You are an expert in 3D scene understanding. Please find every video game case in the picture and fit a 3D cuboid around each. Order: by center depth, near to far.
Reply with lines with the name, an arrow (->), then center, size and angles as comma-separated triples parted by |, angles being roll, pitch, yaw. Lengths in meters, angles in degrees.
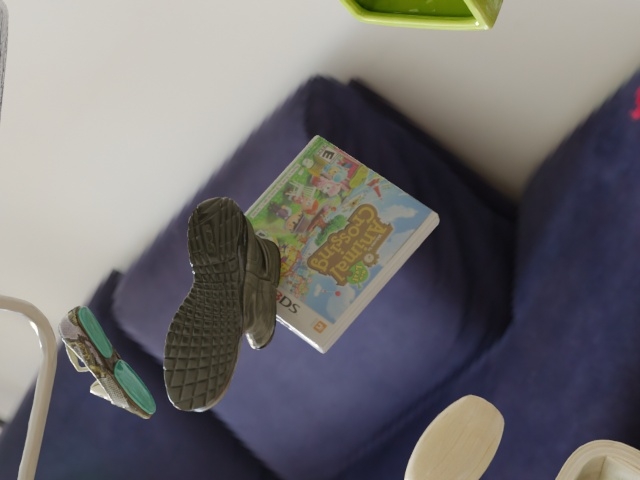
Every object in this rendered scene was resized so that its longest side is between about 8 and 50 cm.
video game case -> 0.000, 0.000, 1.747 | 0.212, 0.193, 0.023 | -48, -26, -14

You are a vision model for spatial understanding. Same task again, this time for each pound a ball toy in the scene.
pound a ball toy -> 0.184, 0.207, 1.066 | 0.136, 0.208, 0.319 | -54, -19, -16

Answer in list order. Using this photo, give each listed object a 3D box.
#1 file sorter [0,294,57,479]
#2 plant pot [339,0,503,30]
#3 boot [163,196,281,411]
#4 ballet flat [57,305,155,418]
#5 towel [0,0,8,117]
file sorter -> -0.283, 0.081, 0.689 | 0.278, 0.193, 0.173 | 9, 87, 41
plant pot -> 0.119, -0.414, 1.863 | 0.227, 0.228, 0.207 | 12, 67, 40
boot -> -0.089, 0.087, 1.625 | 0.083, 0.161, 0.246 | -3, 65, 22
ballet flat -> -0.185, 0.109, 1.266 | 0.041, 0.114, 0.041 | -33, 9, 6
towel -> -0.356, -0.133, 1.530 | 0.336, 0.040, 0.243 | -151, 68, -80
